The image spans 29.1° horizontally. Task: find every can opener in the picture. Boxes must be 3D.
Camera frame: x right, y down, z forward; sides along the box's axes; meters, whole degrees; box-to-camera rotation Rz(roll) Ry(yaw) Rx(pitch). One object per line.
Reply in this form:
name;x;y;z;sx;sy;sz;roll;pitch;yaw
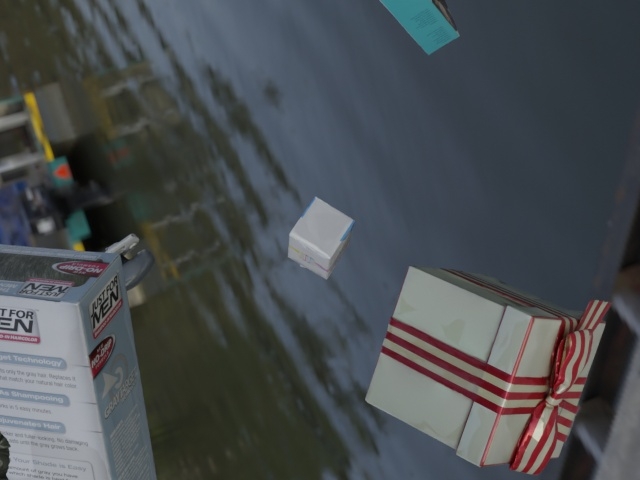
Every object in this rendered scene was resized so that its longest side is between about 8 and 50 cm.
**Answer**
can opener;-0.426;0.090;2.210;0.095;0.283;0.076;48;161;10

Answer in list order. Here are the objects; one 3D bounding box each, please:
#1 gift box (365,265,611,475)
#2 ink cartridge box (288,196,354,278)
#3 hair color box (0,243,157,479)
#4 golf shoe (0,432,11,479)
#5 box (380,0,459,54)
gift box;0.267;0.176;1.807;0.258;0.276;0.255;25;106;39
ink cartridge box;0.000;0.000;2.302;0.090;0.092;0.143;31;162;8
hair color box;-0.303;0.194;1.396;0.113;0.186;0.374;-60;-30;-57
golf shoe;-0.394;0.155;1.021;0.120;0.273;0.105;-137;58;-73
box;0.120;-0.385;1.843;0.244;0.060;0.100;36;-150;-52
